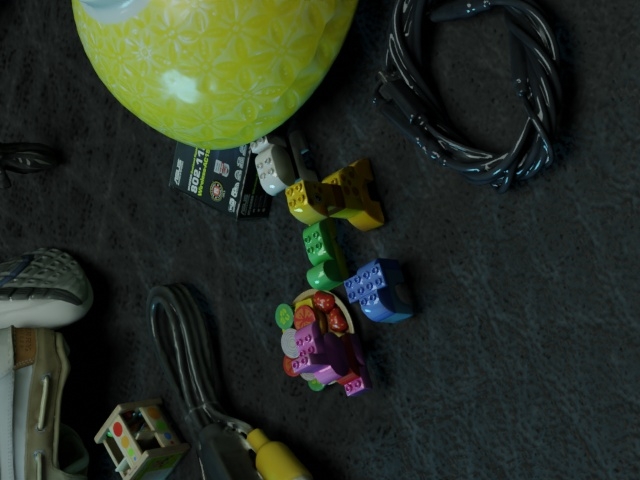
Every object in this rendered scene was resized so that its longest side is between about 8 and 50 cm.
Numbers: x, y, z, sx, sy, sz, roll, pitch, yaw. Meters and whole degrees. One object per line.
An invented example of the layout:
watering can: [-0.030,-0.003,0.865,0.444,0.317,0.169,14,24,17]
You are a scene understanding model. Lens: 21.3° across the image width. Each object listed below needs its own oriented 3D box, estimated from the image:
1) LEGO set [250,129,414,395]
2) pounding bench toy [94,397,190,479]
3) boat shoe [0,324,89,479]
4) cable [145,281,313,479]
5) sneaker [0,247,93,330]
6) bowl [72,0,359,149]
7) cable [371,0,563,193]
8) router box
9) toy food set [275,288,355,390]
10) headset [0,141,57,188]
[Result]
LEGO set: [0.000,0.000,1.334,0.087,0.093,0.227,-29,67,35]
pounding bench toy: [-0.171,0.191,1.553,0.065,0.052,0.083,55,127,26]
boat shoe: [-0.267,0.219,1.599,0.113,0.103,0.302,-112,15,-59]
cable: [-0.079,0.168,1.482,0.287,0.072,0.139,62,148,36]
sneaker: [-0.318,0.093,1.669,0.297,0.111,0.129,-17,104,42]
bowl: [-0.117,-0.227,1.361,0.289,0.156,0.289,-11,74,43]
cable: [0.119,-0.122,1.264,0.184,0.047,0.150,45,117,35]
router box: [-0.077,-0.088,1.451,0.092,0.038,0.122,26,111,40]
toy food set: [-0.003,0.082,1.406,0.083,0.020,0.083,-22,78,42]
headset: [-0.390,-0.207,1.703,0.243,0.185,0.394,-56,42,26]
